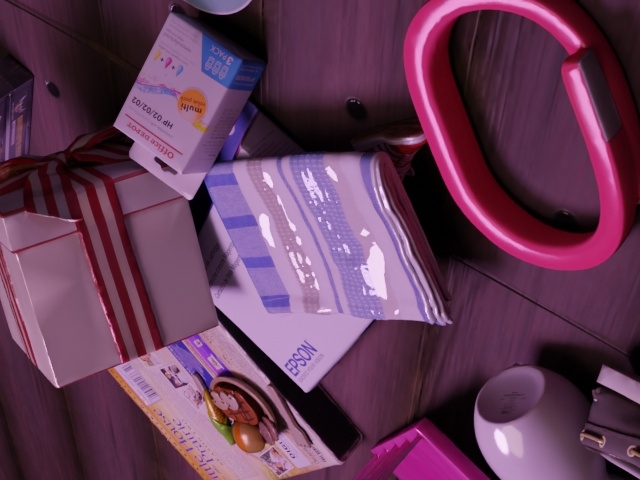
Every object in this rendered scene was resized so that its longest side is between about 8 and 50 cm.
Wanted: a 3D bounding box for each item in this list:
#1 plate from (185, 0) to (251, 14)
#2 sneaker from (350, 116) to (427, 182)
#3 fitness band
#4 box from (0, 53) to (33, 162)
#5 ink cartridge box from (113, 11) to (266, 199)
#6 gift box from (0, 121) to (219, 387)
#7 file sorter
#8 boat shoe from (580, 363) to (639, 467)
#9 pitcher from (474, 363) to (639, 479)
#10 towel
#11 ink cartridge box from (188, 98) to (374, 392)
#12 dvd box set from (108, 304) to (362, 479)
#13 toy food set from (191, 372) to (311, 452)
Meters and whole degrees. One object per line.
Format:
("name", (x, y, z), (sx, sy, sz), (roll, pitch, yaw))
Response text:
("plate", (-0.127, -0.319, 1.180), (0.188, 0.024, 0.188), (29, 142, 25))
("sneaker", (0.083, -0.084, 1.174), (0.118, 0.042, 0.067), (-2, 120, 58))
("fitness band", (0.183, -0.103, 1.041), (0.209, 0.054, 0.290), (8, 130, 47))
("box", (-0.496, -0.133, 1.645), (0.056, 0.183, 0.231), (39, 147, 9))
("ink cartridge box", (-0.152, -0.143, 1.271), (0.104, 0.061, 0.181), (35, 107, 18))
("gift box", (-0.271, 0.001, 1.424), (0.276, 0.255, 0.258), (17, 124, 56))
("file sorter", (0.113, 0.368, 1.425), (0.202, 0.182, 0.290), (43, 163, 5))
("boat shoe", (0.340, 0.204, 1.039), (0.109, 0.091, 0.305), (21, -174, -24))
("pitcher", (0.271, 0.227, 1.234), (0.178, 0.125, 0.207), (-11, 128, 40))
("towel", (0.000, 0.000, 1.254), (0.285, 0.034, 0.209), (1, 124, 45))
("ink cartridge box", (-0.068, 0.003, 1.415), (0.330, 0.071, 0.324), (42, 147, 5))
("dvd box set", (-0.149, 0.237, 1.757), (0.307, 0.062, 0.420), (50, 147, -5))
("toy food set", (-0.111, 0.249, 1.636), (0.192, 0.038, 0.132), (-1, 124, 48))
